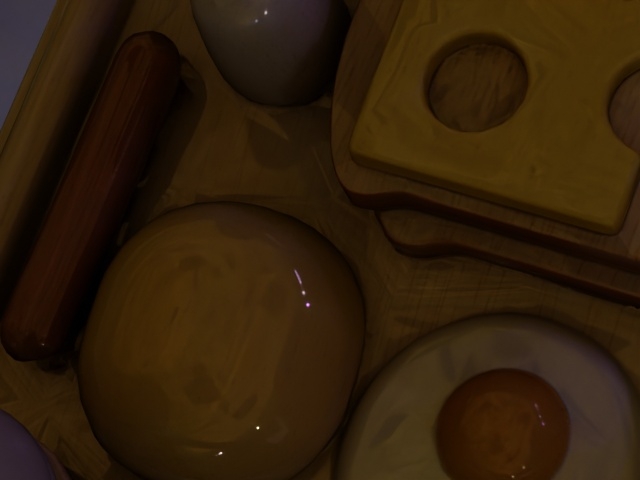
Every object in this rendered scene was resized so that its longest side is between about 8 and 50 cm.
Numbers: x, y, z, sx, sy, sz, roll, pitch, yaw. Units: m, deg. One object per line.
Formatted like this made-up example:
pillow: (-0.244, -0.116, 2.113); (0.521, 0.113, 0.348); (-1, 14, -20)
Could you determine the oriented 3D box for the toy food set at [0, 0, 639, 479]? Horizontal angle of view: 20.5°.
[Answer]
toy food set: (0.000, 0.000, 0.398); (0.220, 0.092, 0.306); (17, -102, 19)
